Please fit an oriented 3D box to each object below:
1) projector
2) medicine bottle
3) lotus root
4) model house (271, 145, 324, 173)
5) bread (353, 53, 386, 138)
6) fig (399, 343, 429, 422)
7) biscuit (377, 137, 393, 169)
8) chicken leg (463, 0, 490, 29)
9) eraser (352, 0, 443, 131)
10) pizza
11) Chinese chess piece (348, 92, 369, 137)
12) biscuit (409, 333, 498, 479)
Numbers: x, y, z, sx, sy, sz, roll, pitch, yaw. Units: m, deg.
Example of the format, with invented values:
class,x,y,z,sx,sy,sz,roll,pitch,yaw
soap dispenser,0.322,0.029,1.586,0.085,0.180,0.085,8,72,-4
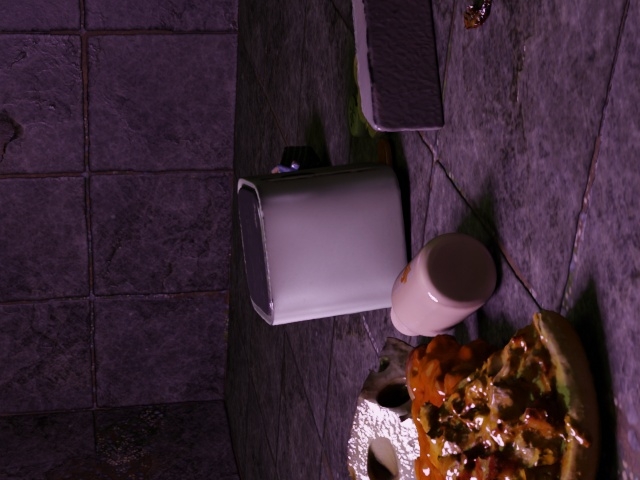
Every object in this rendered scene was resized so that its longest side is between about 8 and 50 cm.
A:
class,x,y,z,sx,sy,sz,roll,pitch,yaw
projector,0.000,0.000,1.997,0.248,0.249,0.248,-151,54,-76
medicine bottle,0.162,0.077,1.622,0.252,0.114,0.114,120,146,-68
lotus root,0.129,0.322,1.807,0.210,0.142,0.314,-55,-24,-45
model house,-0.046,-0.114,2.494,0.183,0.166,0.172,-84,17,-50
bread,0.100,-0.318,2.007,0.182,0.039,0.250,-111,22,-57
fig,0.159,0.216,1.663,0.125,0.089,0.089,-68,13,-2
biscuit,0.116,-0.137,2.018,0.078,0.015,0.091,-145,51,-78
chicken leg,0.212,-0.304,1.535,0.083,0.021,0.036,167,110,-77
eraser,0.113,-0.329,1.775,0.077,0.111,0.352,134,133,-73
pizza,0.203,0.236,1.281,0.226,0.086,0.335,11,93,34
Chinese chess piece,0.075,-0.237,2.146,0.084,0.034,0.084,177,90,-79
biscuit,0.205,0.293,1.480,0.312,0.111,0.318,-155,63,-74
